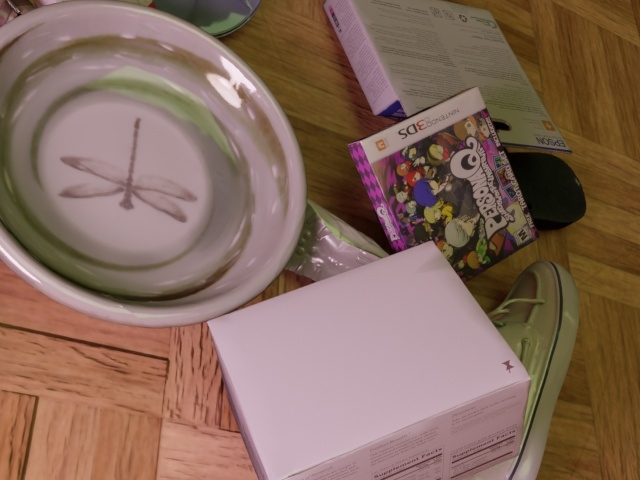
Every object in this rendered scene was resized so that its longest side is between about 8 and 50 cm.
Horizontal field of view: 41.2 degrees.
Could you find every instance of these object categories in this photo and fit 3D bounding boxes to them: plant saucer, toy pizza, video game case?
[{"bbox_3d":[-0.211,-0.081,0.963,0.400,0.100,0.400,14,61,-26],"label":"plant saucer"},{"bbox_3d":[-0.166,-0.375,1.158,0.201,0.032,0.201,-6,104,-25],"label":"toy pizza"},{"bbox_3d":[0.169,-0.063,1.138,0.210,0.042,0.232,-27,98,-26],"label":"video game case"}]

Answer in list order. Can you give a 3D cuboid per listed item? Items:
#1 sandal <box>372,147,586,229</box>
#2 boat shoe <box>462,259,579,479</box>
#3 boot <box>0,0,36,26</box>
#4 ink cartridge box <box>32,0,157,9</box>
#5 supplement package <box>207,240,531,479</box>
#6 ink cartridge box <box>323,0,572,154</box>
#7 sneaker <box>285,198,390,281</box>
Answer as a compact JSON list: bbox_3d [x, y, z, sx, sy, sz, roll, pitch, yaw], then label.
[{"bbox_3d":[0.262,-0.089,1.293,0.445,0.107,0.167,-9,70,-37],"label":"sandal"},{"bbox_3d":[0.225,0.155,1.128,0.156,0.136,0.367,31,61,-12],"label":"boat shoe"},{"bbox_3d":[-0.368,-0.292,0.996,0.087,0.042,0.118,39,43,-8],"label":"boot"},{"bbox_3d":[-0.274,-0.275,1.065,0.135,0.056,0.099,-22,79,-41],"label":"ink cartridge box"},{"bbox_3d":[0.045,0.152,0.875,0.262,0.145,0.204,-19,47,-13],"label":"supplement package"},{"bbox_3d":[0.198,-0.254,1.338,0.324,0.071,0.330,1,55,-34],"label":"ink cartridge box"},{"bbox_3d":[0.000,0.000,1.091,0.235,0.090,0.095,37,19,-1],"label":"sneaker"}]
